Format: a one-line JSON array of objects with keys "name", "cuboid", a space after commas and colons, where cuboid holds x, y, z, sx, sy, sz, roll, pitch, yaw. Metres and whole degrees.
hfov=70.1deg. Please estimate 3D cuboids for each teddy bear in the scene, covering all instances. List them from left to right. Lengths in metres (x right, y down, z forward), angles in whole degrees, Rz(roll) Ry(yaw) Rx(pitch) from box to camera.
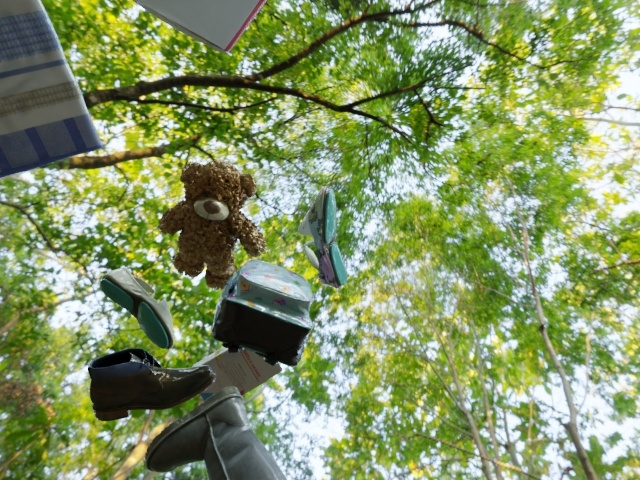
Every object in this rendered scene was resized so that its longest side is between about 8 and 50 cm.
[{"name": "teddy bear", "cuboid": [-0.248, -0.013, 1.017, 0.245, 0.113, 0.338, 41, -50, -3]}]

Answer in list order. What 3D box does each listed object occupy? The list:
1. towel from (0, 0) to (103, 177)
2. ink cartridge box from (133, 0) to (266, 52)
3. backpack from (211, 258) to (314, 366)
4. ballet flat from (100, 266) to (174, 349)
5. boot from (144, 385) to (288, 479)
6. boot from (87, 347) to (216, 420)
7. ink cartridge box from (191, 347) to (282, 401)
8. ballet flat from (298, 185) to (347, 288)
[{"name": "towel", "cuboid": [-0.466, -0.236, 0.642, 0.209, 0.034, 0.285, -20, -60, -12]}, {"name": "ink cartridge box", "cuboid": [-0.085, -0.381, 0.472, 0.117, 0.283, 0.207, 19, -31, -32]}, {"name": "backpack", "cuboid": [-0.098, 0.116, 0.806, 0.165, 0.188, 0.145, 18, -87, -11]}, {"name": "ballet flat", "cuboid": [-0.399, 0.147, 1.048, 0.248, 0.086, 0.086, 38, -72, 16]}, {"name": "boot", "cuboid": [-0.142, 0.331, 0.627, 0.189, 0.076, 0.208, -41, -128, 3]}, {"name": "boot", "cuboid": [-0.302, 0.243, 0.821, 0.219, 0.082, 0.106, -13, -66, -18]}, {"name": "ink cartridge box", "cuboid": [-0.182, 0.280, 1.003, 0.181, 0.061, 0.104, -30, -86, 0]}, {"name": "ballet flat", "cuboid": [0.000, 0.000, 0.911, 0.079, 0.077, 0.222, 2, -60, 23]}]
